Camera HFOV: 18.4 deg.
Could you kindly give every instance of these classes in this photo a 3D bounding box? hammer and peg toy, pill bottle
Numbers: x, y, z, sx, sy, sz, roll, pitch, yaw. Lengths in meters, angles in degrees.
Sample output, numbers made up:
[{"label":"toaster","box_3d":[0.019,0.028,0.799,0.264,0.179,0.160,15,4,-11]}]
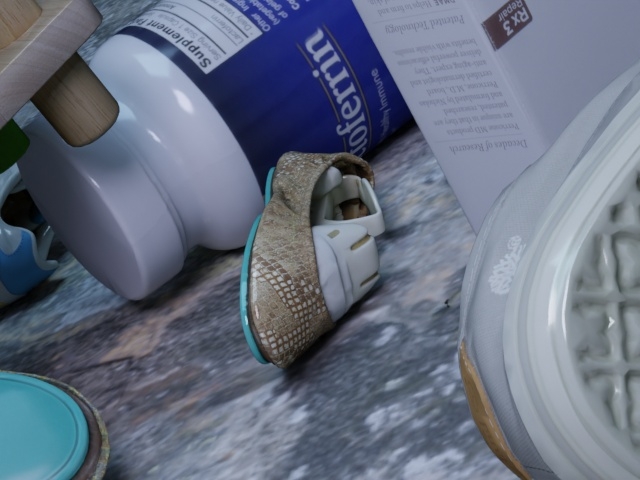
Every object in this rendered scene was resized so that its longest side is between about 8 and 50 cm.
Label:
[{"label":"hammer and peg toy","box_3d":[-0.296,-0.038,1.120,0.361,0.127,0.266,3,46,54]},{"label":"pill bottle","box_3d":[-0.049,-0.089,1.218,0.265,0.153,0.153,-38,21,-20]}]

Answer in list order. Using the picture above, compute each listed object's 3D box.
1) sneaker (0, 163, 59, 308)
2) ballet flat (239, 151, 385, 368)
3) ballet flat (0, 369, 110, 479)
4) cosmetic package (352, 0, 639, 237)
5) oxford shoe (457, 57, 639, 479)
[{"label":"sneaker","box_3d":[-0.234,-0.033,1.413,0.092,0.087,0.228,-24,42,10]},{"label":"ballet flat","box_3d":[0.000,0.000,1.063,0.067,0.073,0.206,-12,27,9]},{"label":"ballet flat","box_3d":[-0.276,0.151,1.004,0.349,0.123,0.123,-13,18,-7]},{"label":"cosmetic package","box_3d":[0.092,-0.114,0.956,0.117,0.231,0.085,-44,23,-31]},{"label":"oxford shoe","box_3d":[0.201,-0.053,0.786,0.449,0.169,0.130,-43,3,-30]}]
